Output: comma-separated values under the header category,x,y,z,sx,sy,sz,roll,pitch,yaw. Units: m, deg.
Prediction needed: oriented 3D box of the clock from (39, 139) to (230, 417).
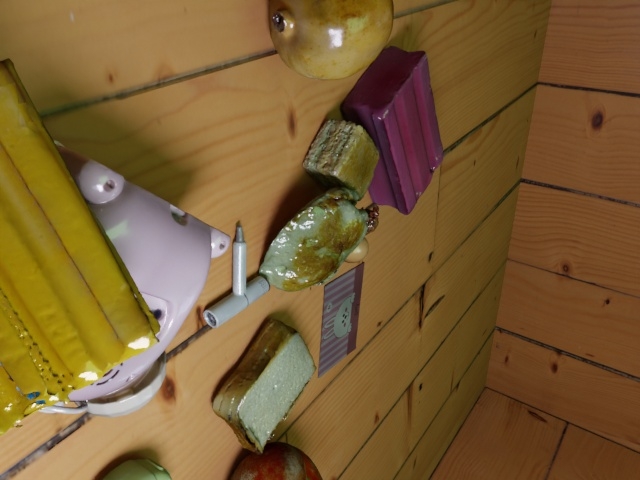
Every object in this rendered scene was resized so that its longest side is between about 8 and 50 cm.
category,x,y,z,sx,sy,sz,roll,pitch,yaw
clock,-0.307,0.075,0.724,0.342,0.184,0.325,36,80,-53

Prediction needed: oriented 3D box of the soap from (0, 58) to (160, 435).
category,x,y,z,sx,sy,sz,roll,pitch,yaw
soap,-0.316,0.010,0.525,0.204,0.096,0.324,-29,97,-13

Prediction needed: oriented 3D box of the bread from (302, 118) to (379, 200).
category,x,y,z,sx,sy,sz,roll,pitch,yaw
bread,0.059,-0.175,1.219,0.138,0.102,0.196,-62,149,-10

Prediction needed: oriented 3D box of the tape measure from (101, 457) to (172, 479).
category,x,y,z,sx,sy,sz,roll,pitch,yaw
tape measure,-0.335,0.481,0.946,0.200,0.106,0.175,-32,135,-49

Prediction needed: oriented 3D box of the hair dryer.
category,x,y,z,sx,sy,sz,roll,pitch,yaw
hair dryer,-0.172,0.059,1.049,0.155,0.044,0.183,-36,130,-45

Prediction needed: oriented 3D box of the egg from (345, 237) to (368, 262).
category,x,y,z,sx,sy,sz,roll,pitch,yaw
egg,0.076,0.020,1.370,0.096,0.080,0.080,-16,120,-40

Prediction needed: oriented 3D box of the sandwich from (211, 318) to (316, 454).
category,x,y,z,sx,sy,sz,roll,pitch,yaw
sandwich,-0.123,0.327,1.215,0.251,0.087,0.226,-55,147,-29

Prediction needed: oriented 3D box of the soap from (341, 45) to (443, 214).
category,x,y,z,sx,sy,sz,roll,pitch,yaw
soap,0.199,-0.267,1.362,0.233,0.128,0.359,-55,145,-23

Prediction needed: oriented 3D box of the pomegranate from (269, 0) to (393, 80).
category,x,y,z,sx,sy,sz,roll,pitch,yaw
pomegranate,0.021,-0.392,0.935,0.233,0.233,0.233,-33,132,-46

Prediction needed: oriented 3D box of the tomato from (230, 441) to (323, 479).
category,x,y,z,sx,sy,sz,roll,pitch,yaw
tomato,-0.106,0.618,1.252,0.223,0.270,0.270,-32,142,1

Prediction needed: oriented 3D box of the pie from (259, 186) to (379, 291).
category,x,y,z,sx,sy,sz,roll,pitch,yaw
pie,-0.006,0.000,1.171,0.274,0.105,0.257,-51,149,11

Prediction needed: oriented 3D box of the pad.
category,x,y,z,sx,sy,sz,roll,pitch,yaw
pad,0.060,0.226,1.526,0.202,0.005,0.299,-26,127,-50
